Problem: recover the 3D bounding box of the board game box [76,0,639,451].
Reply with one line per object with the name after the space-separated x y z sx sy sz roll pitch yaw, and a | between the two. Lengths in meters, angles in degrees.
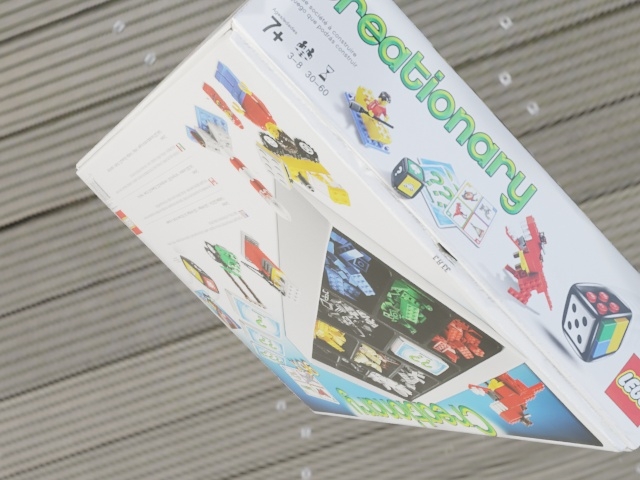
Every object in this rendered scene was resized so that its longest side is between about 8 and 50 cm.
0.000 0.000 0.529 0.193 0.305 0.053 46 72 -11 | board game box
